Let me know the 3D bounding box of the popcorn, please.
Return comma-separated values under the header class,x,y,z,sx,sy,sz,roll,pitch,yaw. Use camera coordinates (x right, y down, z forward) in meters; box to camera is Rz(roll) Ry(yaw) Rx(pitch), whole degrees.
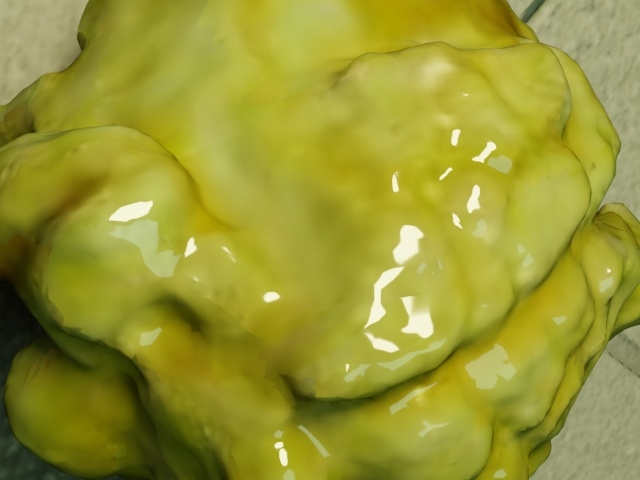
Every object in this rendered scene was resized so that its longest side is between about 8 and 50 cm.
class,x,y,z,sx,sy,sz,roll,pitch,yaw
popcorn,0.000,0.000,0.598,0.254,0.256,0.195,-6,160,-4
